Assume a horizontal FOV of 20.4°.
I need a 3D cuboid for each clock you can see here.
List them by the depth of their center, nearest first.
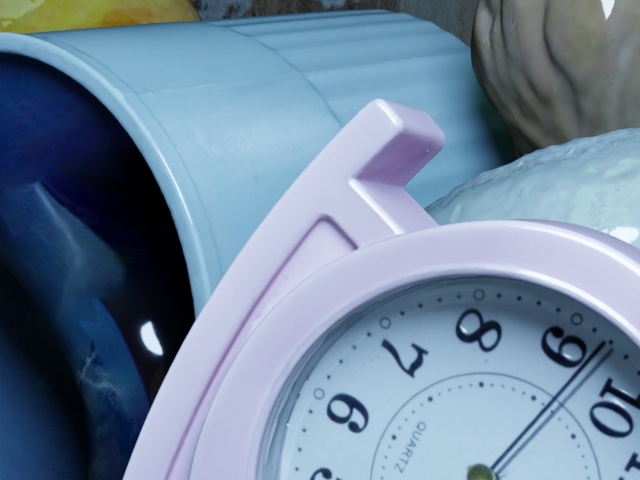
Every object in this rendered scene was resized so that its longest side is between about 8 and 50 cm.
[{"bbox_3d":[0.055,0.138,0.618,0.275,0.290,0.080,32,7,13],"label":"clock"}]

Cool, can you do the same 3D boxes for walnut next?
[{"bbox_3d":[0.208,-0.098,0.941,0.227,0.273,0.273,23,25,38],"label":"walnut"}]

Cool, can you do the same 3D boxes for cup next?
[{"bbox_3d":[-0.053,0.035,0.997,0.257,0.331,0.311,17,21,36],"label":"cup"}]

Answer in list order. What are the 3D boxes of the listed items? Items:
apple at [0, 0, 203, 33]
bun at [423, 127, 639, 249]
[{"bbox_3d":[-0.264,-0.064,1.339,0.400,0.400,0.333,6,18,34],"label":"apple"},{"bbox_3d":[0.150,0.096,0.800,0.354,0.194,0.354,-5,-31,-3],"label":"bun"}]
